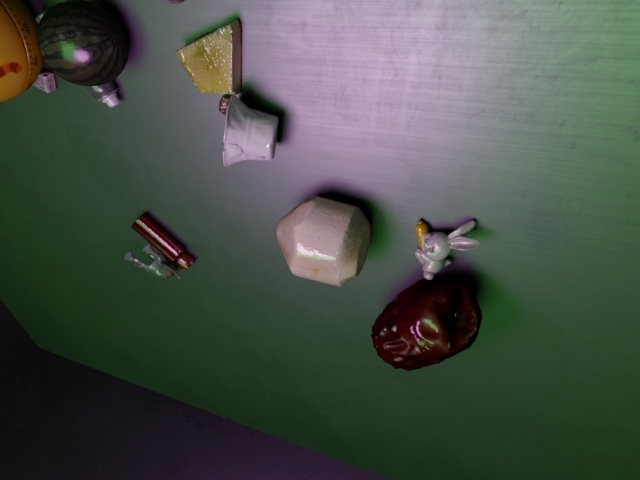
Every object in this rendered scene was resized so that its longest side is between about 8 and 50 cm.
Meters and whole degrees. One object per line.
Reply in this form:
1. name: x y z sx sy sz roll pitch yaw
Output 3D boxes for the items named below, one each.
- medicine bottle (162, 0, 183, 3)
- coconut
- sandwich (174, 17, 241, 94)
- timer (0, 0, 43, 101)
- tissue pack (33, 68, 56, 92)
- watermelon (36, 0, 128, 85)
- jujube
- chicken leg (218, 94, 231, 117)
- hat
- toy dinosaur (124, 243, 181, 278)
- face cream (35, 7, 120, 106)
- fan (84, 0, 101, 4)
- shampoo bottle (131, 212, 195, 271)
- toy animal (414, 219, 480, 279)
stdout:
1. medicine bottle: -0.254 -0.633 0.890 0.322 0.151 0.151 -28 112 42
2. coconut: 0.000 0.000 1.263 0.266 0.237 0.237 18 135 16
3. sandwich: -0.246 -0.438 1.135 0.193 0.058 0.162 -10 125 33
4. timer: -0.966 -0.530 1.204 0.376 0.387 0.376 11 127 15
5. tissue pack: -0.883 -0.512 1.429 0.083 0.042 0.062 26 136 8
6. watermelon: -0.612 -0.505 1.170 0.212 0.212 0.212 15 134 17
7. jujube: 0.297 0.248 1.309 0.258 0.258 0.376 31 143 1
8. chicken leg: -0.258 -0.360 1.234 0.036 0.021 0.083 13 136 -3
9. hat: -0.177 -0.275 1.178 0.126 0.203 0.203 6 135 -5
10. toy dinosaur: -0.632 0.093 1.764 0.393 0.092 0.205 3 148 40
11. face cream: -0.680 -0.513 1.294 0.073 0.073 0.283 -11 122 36
12. fan: -0.592 -0.722 1.100 0.335 0.011 0.229 -22 115 41
13. shampoo bottle: -0.595 0.011 1.723 0.260 0.064 0.102 44 145 -13
14. toy animal: 0.324 0.006 1.209 0.127 0.131 0.181 0 145 -12
